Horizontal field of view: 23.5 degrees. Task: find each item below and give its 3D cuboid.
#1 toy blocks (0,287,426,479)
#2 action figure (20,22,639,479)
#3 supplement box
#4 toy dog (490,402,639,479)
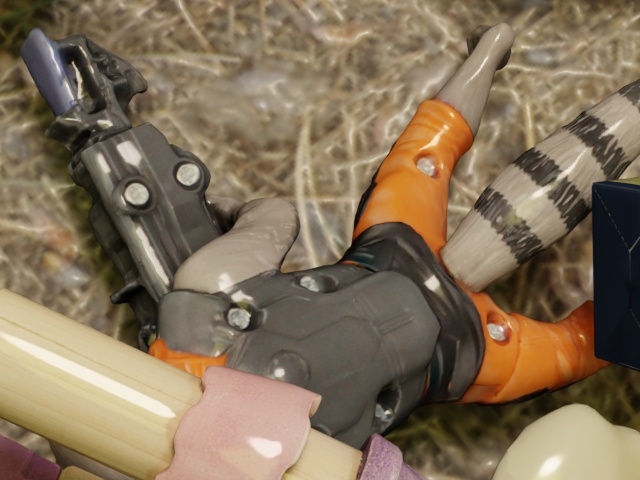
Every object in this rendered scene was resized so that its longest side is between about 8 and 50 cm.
[{"bbox_3d":[-0.068,0.231,0.561,0.260,0.309,0.288,24,50,-2],"label":"toy blocks"},{"bbox_3d":[0.000,0.000,0.728,0.330,0.178,0.341,-34,87,-24],"label":"action figure"},{"bbox_3d":[0.172,0.013,0.692,0.083,0.056,0.083,-7,101,-26],"label":"supplement box"},{"bbox_3d":[0.280,0.231,0.544,0.284,0.408,0.395,3,94,-32],"label":"toy dog"}]
